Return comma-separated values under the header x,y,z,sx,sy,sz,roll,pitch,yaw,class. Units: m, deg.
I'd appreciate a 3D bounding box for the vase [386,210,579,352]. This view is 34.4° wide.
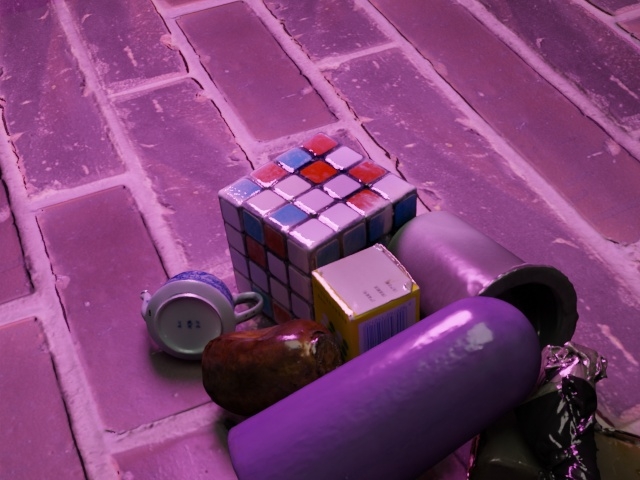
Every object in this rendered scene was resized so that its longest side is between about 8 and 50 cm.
x,y,z,sx,sy,sz,roll,pitch,yaw,class
0.239,0.090,1.708,0.245,0.245,0.291,-22,33,-18,vase

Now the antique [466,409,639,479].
x,y,z,sx,sy,sz,roll,pitch,yaw,class
0.367,0.341,1.528,0.284,0.150,0.125,10,46,5,antique

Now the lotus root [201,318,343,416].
x,y,z,sx,sy,sz,roll,pitch,yaw,class
-0.078,0.209,1.647,0.160,0.151,0.275,6,-17,-41,lotus root

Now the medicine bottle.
x,y,z,sx,sy,sz,roll,pitch,yaw,class
0.078,0.153,1.678,0.141,0.250,0.137,-23,42,-23,medicine bottle

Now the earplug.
x,y,z,sx,sy,sz,roll,pitch,yaw,class
0.107,0.244,1.468,0.456,0.215,0.215,-33,42,6,earplug

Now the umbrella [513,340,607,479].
x,y,z,sx,sy,sz,roll,pitch,yaw,class
0.336,0.293,1.405,0.106,0.113,0.357,28,45,-19,umbrella

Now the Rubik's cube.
x,y,z,sx,sy,sz,roll,pitch,yaw,class
0.001,0.000,1.855,0.256,0.258,0.253,-32,46,-28,Rubik's cube

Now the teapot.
x,y,z,sx,sy,sz,roll,pitch,yaw,class
-0.217,0.118,1.835,0.232,0.158,0.159,0,41,5,teapot
